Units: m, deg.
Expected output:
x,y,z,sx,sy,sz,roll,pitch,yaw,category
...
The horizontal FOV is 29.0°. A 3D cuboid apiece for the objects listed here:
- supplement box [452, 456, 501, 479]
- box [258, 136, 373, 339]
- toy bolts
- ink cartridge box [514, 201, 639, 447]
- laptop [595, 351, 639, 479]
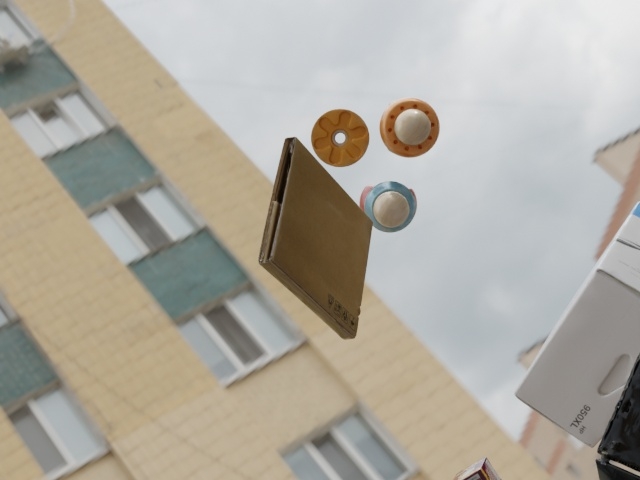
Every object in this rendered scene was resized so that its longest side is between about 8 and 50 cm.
x,y,z,sx,sy,sz,roll,pitch,yaw,category
0.218,0.342,1.738,0.055,0.043,0.083,-34,-6,11,supplement box
0.000,0.000,1.441,0.021,0.164,0.201,-8,-33,29,box
0.094,-0.126,2.086,0.218,0.228,0.158,-2,6,0,toy bolts
0.514,0.134,2.134,0.285,0.166,0.395,-63,-12,27,ink cartridge box
0.409,0.235,1.223,0.136,0.234,0.264,30,-98,-43,laptop
